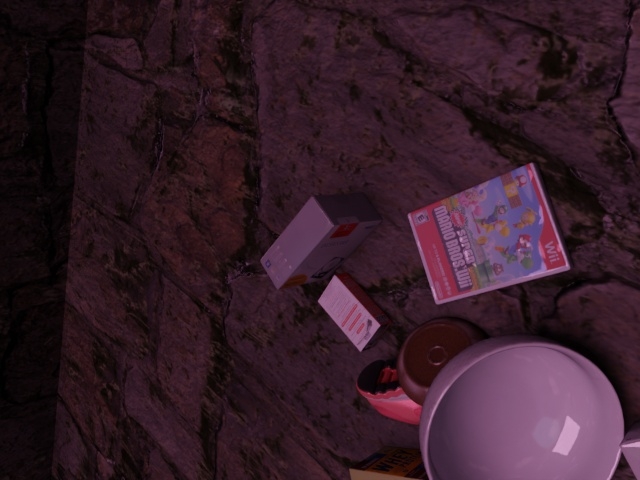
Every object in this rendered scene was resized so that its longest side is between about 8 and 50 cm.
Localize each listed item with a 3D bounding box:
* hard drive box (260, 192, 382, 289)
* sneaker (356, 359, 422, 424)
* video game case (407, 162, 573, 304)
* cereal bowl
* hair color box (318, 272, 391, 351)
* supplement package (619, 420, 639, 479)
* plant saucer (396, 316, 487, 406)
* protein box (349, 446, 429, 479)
[{"bbox_3d":[0.000,0.000,1.239,0.232,0.181,0.089,-50,64,35],"label":"hard drive box"},{"bbox_3d":[0.237,0.329,1.139,0.313,0.116,0.136,-3,127,34],"label":"sneaker"},{"bbox_3d":[0.318,-0.004,1.057,0.285,0.025,0.204,-23,79,41],"label":"video game case"},{"bbox_3d":[0.329,0.318,0.942,0.141,0.338,0.340,-117,27,-81],"label":"cereal bowl"},{"bbox_3d":[0.079,0.167,1.274,0.167,0.053,0.093,48,123,28],"label":"hair color box"},{"bbox_3d":[0.564,0.369,0.828,0.105,0.105,0.180,-35,73,39],"label":"supplement package"},{"bbox_3d":[0.237,0.233,1.072,0.198,0.036,0.199,-20,46,22],"label":"plant saucer"},{"bbox_3d":[0.195,0.575,1.163,0.199,0.135,0.201,-14,87,43],"label":"protein box"}]
